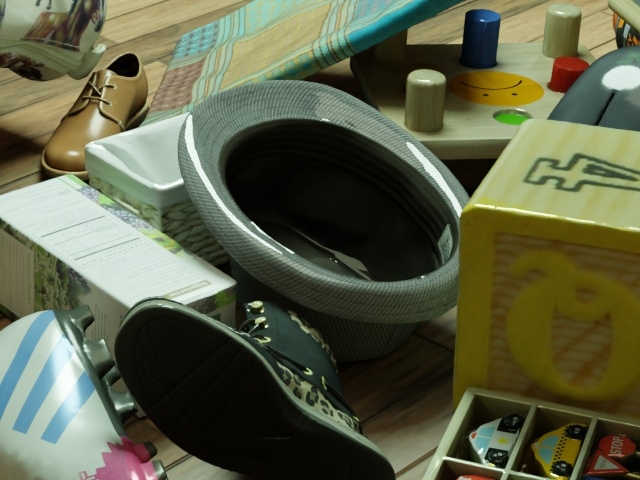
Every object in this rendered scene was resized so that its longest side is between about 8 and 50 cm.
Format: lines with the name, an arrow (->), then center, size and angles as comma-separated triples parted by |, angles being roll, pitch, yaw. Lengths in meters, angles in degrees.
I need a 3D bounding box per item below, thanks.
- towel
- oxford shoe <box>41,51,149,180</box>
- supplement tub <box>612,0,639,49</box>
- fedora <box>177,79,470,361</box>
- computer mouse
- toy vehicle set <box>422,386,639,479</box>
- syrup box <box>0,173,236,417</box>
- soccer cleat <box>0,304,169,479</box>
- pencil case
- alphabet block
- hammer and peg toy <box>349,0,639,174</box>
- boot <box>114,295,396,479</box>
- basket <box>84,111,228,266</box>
towel -> -0.006, -0.226, 1.849 | 0.370, 0.040, 0.271 | -24, 22, 16
oxford shoe -> -0.223, -0.124, 1.791 | 0.076, 0.076, 0.212 | 10, 31, 7
supplement tub -> 0.390, -0.210, 1.962 | 0.117, 0.117, 0.190 | -4, 28, -13
fedora -> 0.000, 0.000, 1.506 | 0.244, 0.124, 0.275 | -23, 54, -40
computer mouse -> 0.253, -0.076, 1.604 | 0.188, 0.072, 0.272 | 18, 66, 33
toy vehicle set -> 0.144, 0.201, 1.239 | 0.166, 0.035, 0.267 | 10, 32, 16
syrup box -> -0.174, 0.040, 1.468 | 0.096, 0.093, 0.237 | -20, 36, -37
soccer cleat -> -0.174, 0.172, 1.233 | 0.143, 0.116, 0.331 | -27, 36, -7
pencil case -> -0.359, -0.224, 1.643 | 0.410, 0.160, 0.183 | -5, 66, -60
alphabet block -> 0.219, 0.033, 1.404 | 0.193, 0.192, 0.197 | 7, 27, 18
hammer and peg toy -> 0.224, -0.144, 1.815 | 0.361, 0.127, 0.266 | -2, 27, -10
boot -> -0.058, 0.092, 1.308 | 0.236, 0.085, 0.178 | 37, 13, -25
basket -> -0.113, -0.042, 1.617 | 0.167, 0.103, 0.113 | -20, 36, -37
